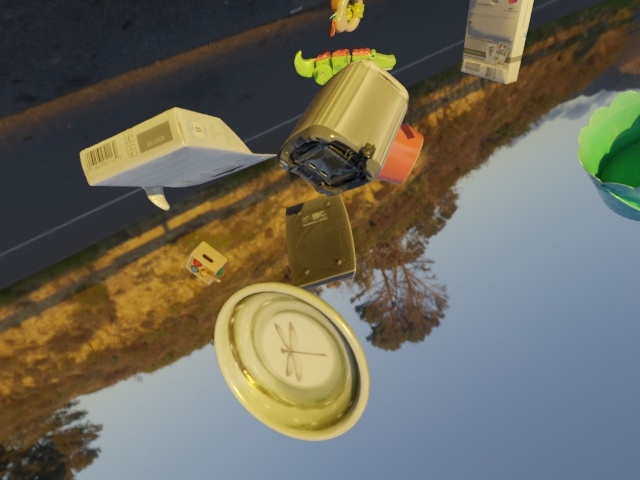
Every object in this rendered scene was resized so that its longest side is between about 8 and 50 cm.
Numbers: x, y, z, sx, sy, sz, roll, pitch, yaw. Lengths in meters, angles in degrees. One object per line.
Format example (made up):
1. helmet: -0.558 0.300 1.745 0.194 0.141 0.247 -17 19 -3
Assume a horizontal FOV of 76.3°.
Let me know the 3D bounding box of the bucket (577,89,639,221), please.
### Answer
1. bucket: 0.730 -0.183 0.882 0.281 0.183 0.281 -25 -132 31

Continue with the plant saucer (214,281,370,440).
1. plant saucer: -0.063 0.271 0.962 0.400 0.401 0.100 -26 -176 30

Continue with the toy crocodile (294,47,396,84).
1. toy crocodile: 0.080 -0.594 1.365 0.340 0.105 0.115 0 -145 12

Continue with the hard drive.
1. hard drive: 0.000 0.000 1.039 0.171 0.255 0.054 -18 142 10

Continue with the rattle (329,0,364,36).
1. rattle: 0.041 -0.731 1.307 0.200 0.142 0.130 -51 167 -20

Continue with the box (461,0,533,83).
1. box: 0.395 -0.469 0.926 0.038 0.186 0.145 -22 -140 -20

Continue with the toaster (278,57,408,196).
1. toaster: 0.036 -0.166 0.613 0.147 0.129 0.227 -64 -162 -14

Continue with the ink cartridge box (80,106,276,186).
1. ink cartridge box: -0.338 -0.220 1.045 0.308 0.091 0.385 -14 -178 25

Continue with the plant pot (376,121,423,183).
1. plant pot: 0.225 -0.341 1.497 0.275 0.243 0.275 -157 -90 -88

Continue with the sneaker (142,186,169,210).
1. sneaker: -0.521 -0.163 1.281 0.061 0.152 0.053 -38 -174 -3

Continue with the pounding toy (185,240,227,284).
1. pounding toy: -0.399 0.096 1.440 0.100 0.141 0.130 -55 -176 -40
